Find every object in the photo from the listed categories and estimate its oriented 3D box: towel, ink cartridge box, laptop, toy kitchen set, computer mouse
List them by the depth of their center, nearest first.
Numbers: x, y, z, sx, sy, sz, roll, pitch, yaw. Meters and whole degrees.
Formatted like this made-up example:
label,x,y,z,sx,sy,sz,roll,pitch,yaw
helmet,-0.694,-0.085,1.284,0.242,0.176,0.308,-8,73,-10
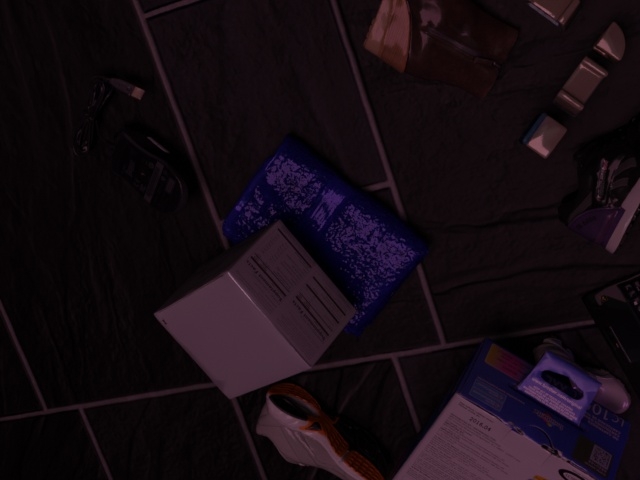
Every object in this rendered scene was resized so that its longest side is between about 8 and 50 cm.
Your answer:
label,x,y,z,sx,sy,sz,roll,pitch,yaw
toy kitchen set,0.319,-0.250,1.550,0.166,0.122,0.207,36,99,4
laptop,0.552,0.155,1.591,0.264,0.136,0.234,-27,99,29
ink cartridge box,0.300,0.338,1.700,0.270,0.151,0.395,31,136,5
towel,0.000,0.000,1.772,0.308,0.076,0.228,37,120,3
computer mouse,-0.304,-0.174,1.828,0.262,0.060,0.184,33,123,18

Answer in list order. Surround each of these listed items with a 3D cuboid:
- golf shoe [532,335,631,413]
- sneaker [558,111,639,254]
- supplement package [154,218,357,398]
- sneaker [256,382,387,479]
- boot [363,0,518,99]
label,x,y,z,sx,sy,sz,roll,pitch,yaw
golf shoe,0.412,0.231,1.706,0.176,0.086,0.069,32,117,4
sneaker,0.433,-0.122,1.548,0.124,0.107,0.283,29,118,15
supplement package,-0.111,0.120,1.764,0.204,0.145,0.262,50,142,-9
sneaker,-0.001,0.371,1.922,0.262,0.099,0.121,37,127,12
boot,0.196,-0.349,1.570,0.207,0.090,0.248,21,116,-2
